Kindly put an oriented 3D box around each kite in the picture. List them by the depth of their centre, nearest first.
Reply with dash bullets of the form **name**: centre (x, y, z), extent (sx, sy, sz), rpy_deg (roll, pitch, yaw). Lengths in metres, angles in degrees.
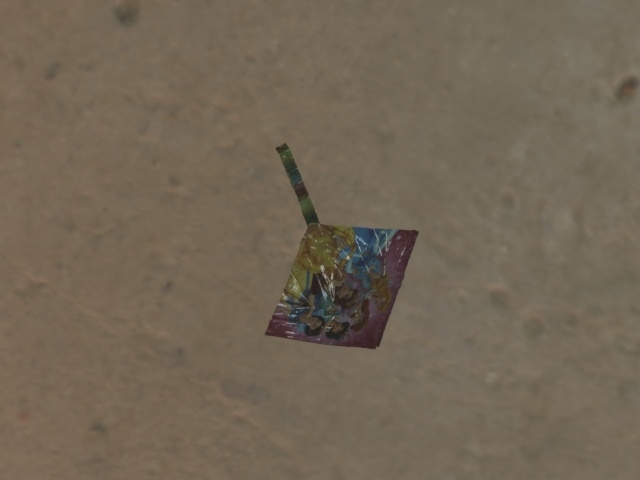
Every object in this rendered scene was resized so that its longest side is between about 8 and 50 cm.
- **kite**: centre (0.006, -0.002, 0.358), extent (0.044, 0.002, 0.078), rpy_deg (-16, 50, 22)
